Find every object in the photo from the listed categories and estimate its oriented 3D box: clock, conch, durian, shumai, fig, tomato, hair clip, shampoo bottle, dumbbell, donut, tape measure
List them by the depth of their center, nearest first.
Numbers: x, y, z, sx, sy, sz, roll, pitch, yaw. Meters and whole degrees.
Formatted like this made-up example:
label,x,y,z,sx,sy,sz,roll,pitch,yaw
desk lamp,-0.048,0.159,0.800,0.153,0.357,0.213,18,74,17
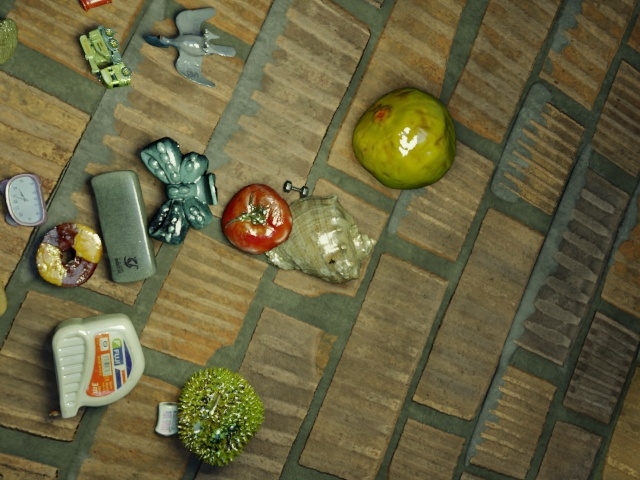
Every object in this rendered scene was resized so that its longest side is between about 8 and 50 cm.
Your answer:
label,x,y,z,sx,sy,sz,roll,pitch,yaw
shumai,-0.876,-0.543,1.455,0.087,0.099,0.124,20,84,-3
clock,-0.825,-0.110,1.512,0.109,0.050,0.153,-11,96,-19
donut,-0.711,0.039,1.550,0.166,0.073,0.184,13,89,-21
tape measure,-0.645,0.347,1.566,0.264,0.130,0.259,-7,98,-25
hair clip,-0.405,-0.145,1.607,0.206,0.194,0.311,-4,96,-8
durian,-0.301,0.533,1.659,0.290,0.225,0.292,0,64,1
tomato,-0.196,-0.076,1.673,0.227,0.101,0.228,-1,73,3
shampoo bottle,-0.468,0.553,1.683,0.072,0.043,0.099,9,91,-22
conch,0.007,-0.002,1.742,0.351,0.210,0.298,-7,87,-20
fig,0.283,-0.314,1.772,0.342,0.343,0.344,-1,93,-20
dumbbell,-0.080,-0.167,1.786,0.083,0.040,0.036,16,119,-19

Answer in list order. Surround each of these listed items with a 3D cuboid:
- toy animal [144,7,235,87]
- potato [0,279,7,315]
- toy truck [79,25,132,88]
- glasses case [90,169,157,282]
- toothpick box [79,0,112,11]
label,x,y,z,sx,sy,sz,roll,pitch,yaw
toy animal,-0.379,-0.591,1.636,0.255,0.176,0.240,-1,98,-54
potato,-0.916,0.145,1.465,0.109,0.118,0.178,0,109,15
toy truck,-0.612,-0.516,1.553,0.100,0.077,0.169,-25,102,-20
glasses case,-0.567,-0.041,1.588,0.130,0.074,0.324,-10,97,-4
toothpick box,-0.640,-0.684,1.549,0.083,0.047,0.047,-28,102,-16
